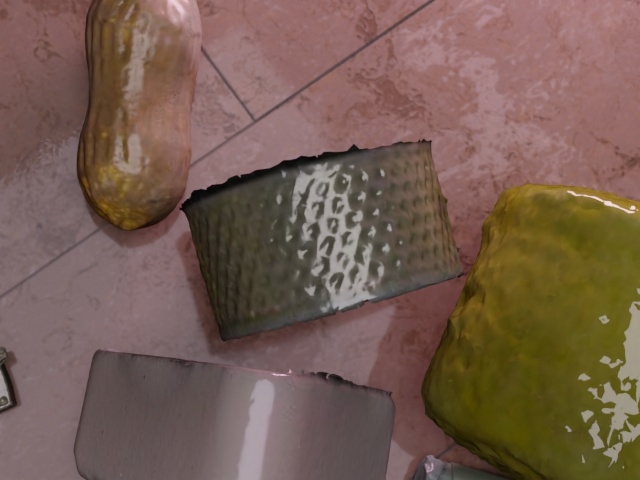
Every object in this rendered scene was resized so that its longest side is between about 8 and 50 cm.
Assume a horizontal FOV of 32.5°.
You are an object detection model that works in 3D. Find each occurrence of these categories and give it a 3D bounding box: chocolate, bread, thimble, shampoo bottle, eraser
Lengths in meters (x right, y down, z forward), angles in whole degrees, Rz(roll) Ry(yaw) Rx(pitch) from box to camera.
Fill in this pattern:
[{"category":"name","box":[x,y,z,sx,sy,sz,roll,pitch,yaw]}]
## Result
[{"category":"chocolate","box":[-0.198,-0.163,1.190,0.134,0.134,0.309,5,85,-8]},{"category":"bread","box":[0.284,0.122,1.120,0.348,0.348,0.308,32,86,-3]},{"category":"thimble","box":[0.000,0.000,1.124,0.270,0.271,0.150,-15,87,-11]},{"category":"shampoo bottle","box":[0.204,0.302,1.218,0.212,0.049,0.072,18,88,-5]},{"category":"eraser","box":[-0.054,0.205,1.111,0.331,0.331,0.150,9,82,-7]}]

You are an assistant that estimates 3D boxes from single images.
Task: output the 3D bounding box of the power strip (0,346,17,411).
[{"category":"power strip","box":[-0.404,0.168,1.148,0.175,0.042,0.075,-21,85,-10]}]
